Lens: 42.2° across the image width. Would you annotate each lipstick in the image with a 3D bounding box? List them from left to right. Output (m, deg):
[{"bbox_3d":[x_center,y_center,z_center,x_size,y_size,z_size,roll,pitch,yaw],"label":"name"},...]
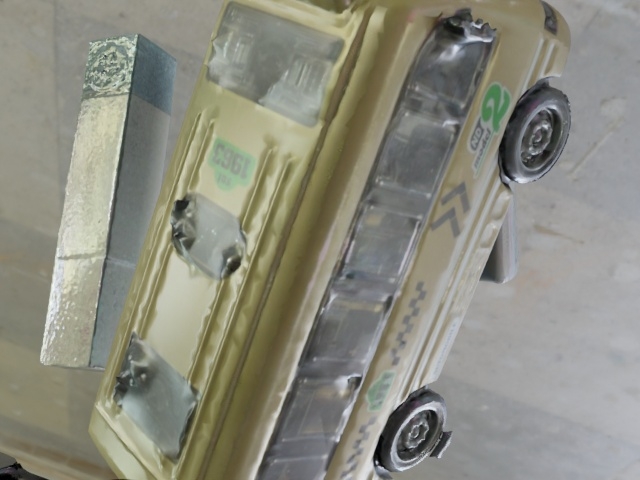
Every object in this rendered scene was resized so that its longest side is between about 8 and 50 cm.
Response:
[{"bbox_3d":[-0.199,-0.036,0.790,0.066,0.317,0.068,-1,166,26],"label":"lipstick"}]

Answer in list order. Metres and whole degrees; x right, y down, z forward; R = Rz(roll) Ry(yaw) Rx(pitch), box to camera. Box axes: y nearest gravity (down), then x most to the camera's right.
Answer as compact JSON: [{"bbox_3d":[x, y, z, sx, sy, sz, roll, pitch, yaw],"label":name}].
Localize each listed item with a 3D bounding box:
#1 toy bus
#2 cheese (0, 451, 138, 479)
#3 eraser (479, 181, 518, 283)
[{"bbox_3d":[0.000,0.000,0.519,0.202,0.365,0.177,8,-164,-46],"label":"toy bus"},{"bbox_3d":[-0.158,0.118,0.379,0.163,0.036,0.086,0,-177,-2],"label":"cheese"},{"bbox_3d":[0.073,-0.169,0.666,0.082,0.396,0.213,-6,-175,-44],"label":"eraser"}]
